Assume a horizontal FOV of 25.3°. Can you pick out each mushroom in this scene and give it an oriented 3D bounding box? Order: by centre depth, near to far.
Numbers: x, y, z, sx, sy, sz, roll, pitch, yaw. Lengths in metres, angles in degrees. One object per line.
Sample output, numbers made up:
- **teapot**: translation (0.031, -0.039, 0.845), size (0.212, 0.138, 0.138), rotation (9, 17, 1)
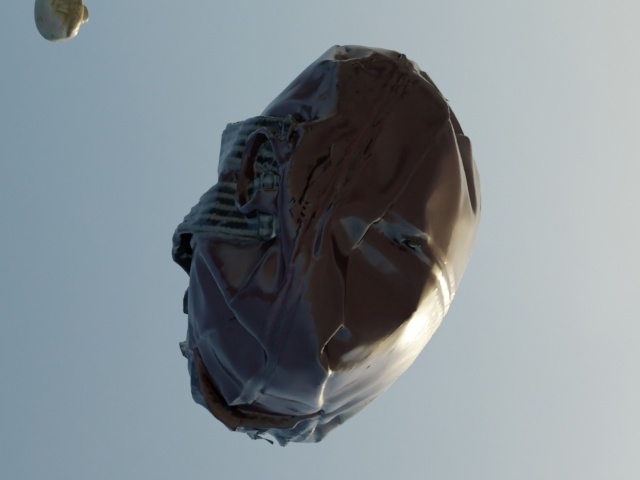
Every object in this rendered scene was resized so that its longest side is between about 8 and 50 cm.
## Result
- **mushroom**: translation (-0.341, -0.301, 1.875), size (0.067, 0.083, 0.084), rotation (-5, -118, -39)

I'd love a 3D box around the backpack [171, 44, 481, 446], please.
- **backpack**: translation (0.000, 0.000, 0.976), size (0.197, 0.283, 0.317), rotation (24, 171, 7)
